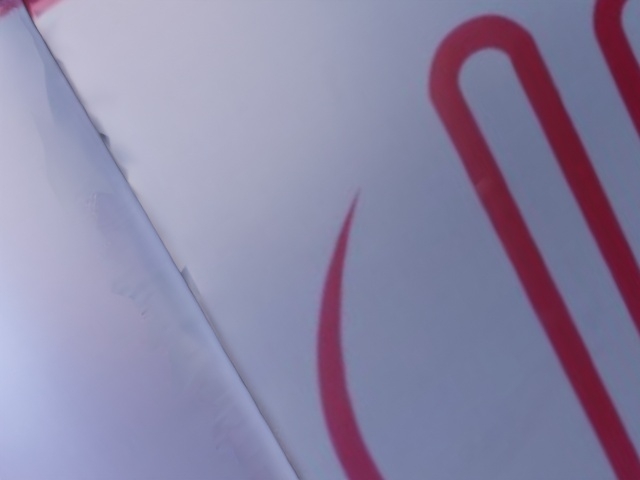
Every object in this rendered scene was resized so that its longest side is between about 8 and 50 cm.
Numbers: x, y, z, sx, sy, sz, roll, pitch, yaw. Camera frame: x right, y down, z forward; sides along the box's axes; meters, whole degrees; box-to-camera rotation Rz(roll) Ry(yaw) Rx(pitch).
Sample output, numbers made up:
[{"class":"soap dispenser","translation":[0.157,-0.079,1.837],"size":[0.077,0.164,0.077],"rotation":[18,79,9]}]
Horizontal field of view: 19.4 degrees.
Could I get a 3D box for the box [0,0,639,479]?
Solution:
[{"class":"box","translation":[0.000,0.000,0.610],"size":[0.300,0.314,0.312],"rotation":[-32,111,-12]}]
